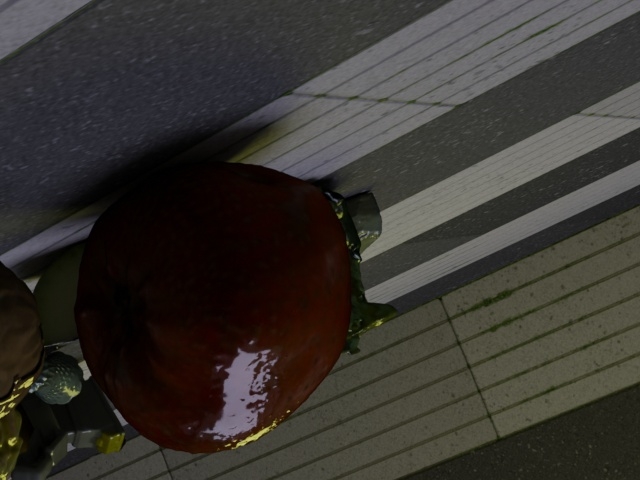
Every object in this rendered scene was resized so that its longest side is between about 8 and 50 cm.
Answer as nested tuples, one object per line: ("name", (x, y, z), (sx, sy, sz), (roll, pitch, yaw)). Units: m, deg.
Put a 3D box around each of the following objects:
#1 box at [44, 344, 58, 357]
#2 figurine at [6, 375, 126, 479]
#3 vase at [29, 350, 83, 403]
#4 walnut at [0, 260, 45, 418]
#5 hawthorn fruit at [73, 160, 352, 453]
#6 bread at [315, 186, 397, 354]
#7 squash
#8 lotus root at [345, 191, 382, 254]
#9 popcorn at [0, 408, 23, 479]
("box", (-0.513, 0.178, 1.851), (0.350, 0.058, 0.211), (-15, 167, -40))
("figurine", (-0.486, 0.322, 2.422), (0.285, 0.167, 0.342), (-21, 176, -29))
("vase", (-0.402, 0.193, 2.167), (0.081, 0.081, 0.149), (-23, 167, 4))
("walnut", (-0.343, 0.081, 1.251), (0.198, 0.198, 0.245), (-29, 167, 38))
("hawthorn fruit", (-0.094, 0.051, 1.452), (0.275, 0.275, 0.299), (-30, -177, 42))
("bread", (-0.104, 0.085, 1.867), (0.376, 0.208, 0.251), (-23, 168, 28))
("squash", (-0.245, 0.032, 1.631), (0.192, 0.085, 0.184), (-18, -161, -13))
("lotus root", (0.001, 0.004, 2.018), (0.144, 0.070, 0.143), (-19, 170, -21))
("popcorn", (-0.454, 0.215, 1.627), (0.259, 0.259, 0.212), (-16, -172, -38))
